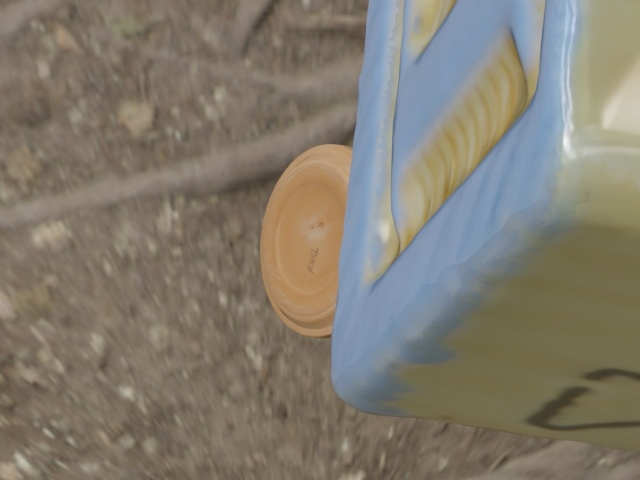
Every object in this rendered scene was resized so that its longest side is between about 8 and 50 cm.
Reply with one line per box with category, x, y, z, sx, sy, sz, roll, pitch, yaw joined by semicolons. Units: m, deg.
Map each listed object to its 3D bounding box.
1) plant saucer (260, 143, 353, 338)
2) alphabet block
plant saucer;0.000;0.000;0.820;0.013;0.083;0.084;6;74;-39
alphabet block;0.124;-0.053;0.470;0.197;0.192;0.193;10;72;-11
